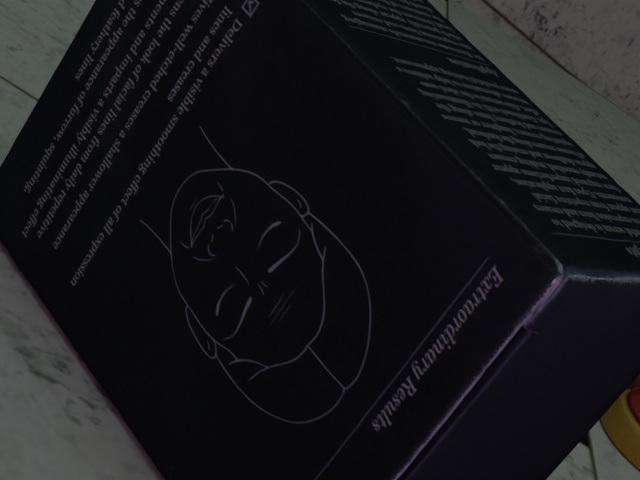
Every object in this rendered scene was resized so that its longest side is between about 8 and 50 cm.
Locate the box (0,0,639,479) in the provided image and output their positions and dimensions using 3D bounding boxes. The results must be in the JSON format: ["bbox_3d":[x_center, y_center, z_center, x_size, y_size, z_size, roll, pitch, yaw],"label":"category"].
[{"bbox_3d":[0.000,0.000,0.898,0.212,0.293,0.395,4,39,-51],"label":"box"}]

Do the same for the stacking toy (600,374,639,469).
[{"bbox_3d":[0.404,0.133,1.422,0.279,0.130,0.309,23,27,-28],"label":"stacking toy"}]
